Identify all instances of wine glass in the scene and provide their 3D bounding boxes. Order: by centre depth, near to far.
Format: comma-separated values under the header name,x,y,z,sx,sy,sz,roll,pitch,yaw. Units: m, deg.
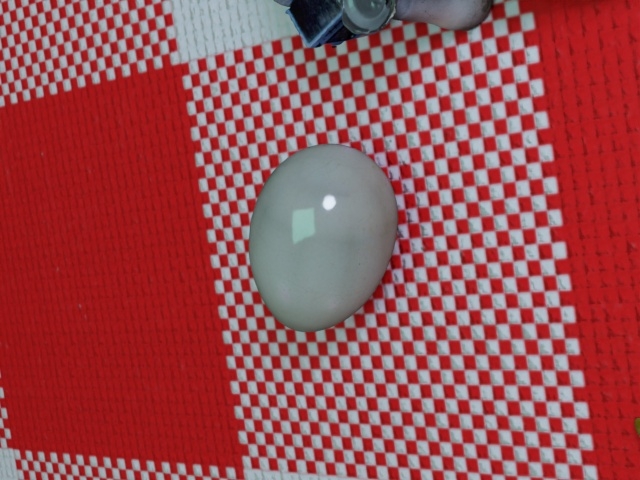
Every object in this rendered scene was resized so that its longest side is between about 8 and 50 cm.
name,x,y,z,sx,sy,sz,roll,pitch,yaw
wine glass,0.090,-0.229,1.182,0.072,0.155,0.072,11,106,41

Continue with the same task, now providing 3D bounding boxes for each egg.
name,x,y,z,sx,sy,sz,roll,pitch,yaw
egg,0.000,0.000,1.315,0.151,0.151,0.209,36,121,32

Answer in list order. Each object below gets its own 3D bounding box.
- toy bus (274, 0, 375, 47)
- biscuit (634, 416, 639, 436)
name,x,y,z,sx,sy,sz,roll,pitch,yaw
toy bus,-0.020,-0.341,1.279,0.106,0.131,0.297,-40,72,40
biscuit,0.330,0.186,1.142,0.083,0.018,0.081,-32,78,42
